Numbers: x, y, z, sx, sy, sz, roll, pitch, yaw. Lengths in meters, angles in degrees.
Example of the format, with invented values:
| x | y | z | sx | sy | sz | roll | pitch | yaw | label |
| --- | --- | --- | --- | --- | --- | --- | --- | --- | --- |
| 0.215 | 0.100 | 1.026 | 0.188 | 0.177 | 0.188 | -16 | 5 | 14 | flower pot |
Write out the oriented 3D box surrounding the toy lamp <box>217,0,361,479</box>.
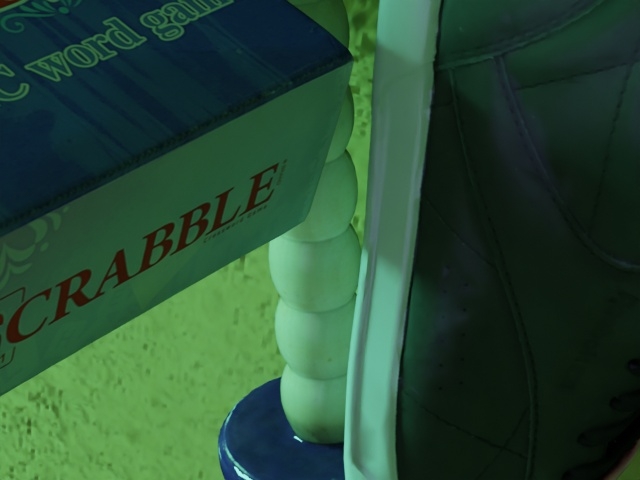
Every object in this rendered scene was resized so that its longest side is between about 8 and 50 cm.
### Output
| x | y | z | sx | sy | sz | roll | pitch | yaw | label |
| --- | --- | --- | --- | --- | --- | --- | --- | --- | --- |
| 0.000 | 0.000 | 0.568 | 0.080 | 0.080 | 0.275 | 11 | 125 | 23 | toy lamp |

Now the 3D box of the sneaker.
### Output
| x | y | z | sx | sy | sz | roll | pitch | yaw | label |
| --- | --- | --- | --- | --- | --- | --- | --- | --- | --- |
| 0.094 | 0.021 | 0.507 | 0.147 | 0.104 | 0.296 | 16 | 122 | 26 | sneaker |

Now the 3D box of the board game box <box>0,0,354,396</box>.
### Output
| x | y | z | sx | sy | sz | roll | pitch | yaw | label |
| --- | --- | --- | --- | --- | --- | --- | --- | --- | --- |
| -0.212 | -0.056 | 0.443 | 0.318 | 0.318 | 0.066 | 38 | 135 | 22 | board game box |
